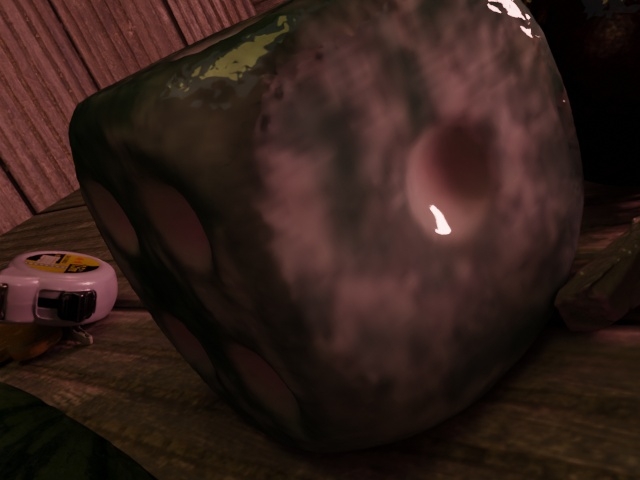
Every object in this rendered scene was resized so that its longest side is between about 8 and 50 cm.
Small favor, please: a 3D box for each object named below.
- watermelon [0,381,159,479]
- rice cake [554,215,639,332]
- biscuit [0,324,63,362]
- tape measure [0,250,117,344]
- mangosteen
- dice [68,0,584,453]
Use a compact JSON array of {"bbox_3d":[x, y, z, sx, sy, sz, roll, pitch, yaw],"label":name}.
[{"bbox_3d":[-0.257,0.249,0.500,0.262,0.201,0.213,25,35,7],"label":"watermelon"},{"bbox_3d":[0.302,-0.008,0.557,0.270,0.055,0.049,-34,6,-21],"label":"rice cake"},{"bbox_3d":[-0.497,0.159,1.097,0.153,0.030,0.234,-39,25,-30],"label":"biscuit"},{"bbox_3d":[-0.419,0.085,1.034,0.179,0.105,0.196,8,11,-9],"label":"tape measure"},{"bbox_3d":[0.320,-0.208,0.668,0.297,0.293,0.297,-37,-5,-4],"label":"mangosteen"},{"bbox_3d":[-0.001,-0.043,0.594,0.330,0.327,0.348,-37,23,-28],"label":"dice"}]
